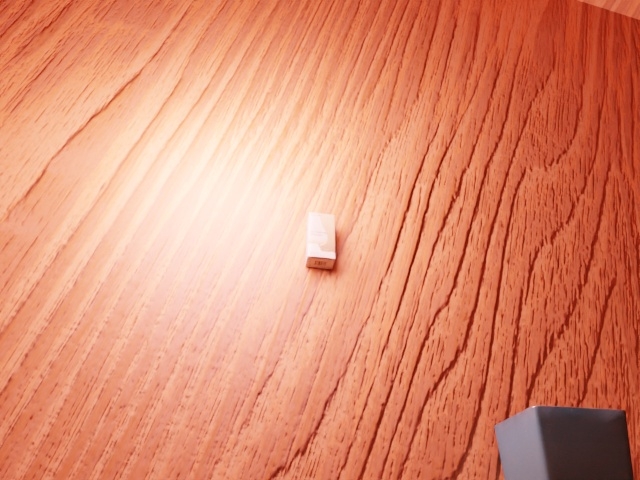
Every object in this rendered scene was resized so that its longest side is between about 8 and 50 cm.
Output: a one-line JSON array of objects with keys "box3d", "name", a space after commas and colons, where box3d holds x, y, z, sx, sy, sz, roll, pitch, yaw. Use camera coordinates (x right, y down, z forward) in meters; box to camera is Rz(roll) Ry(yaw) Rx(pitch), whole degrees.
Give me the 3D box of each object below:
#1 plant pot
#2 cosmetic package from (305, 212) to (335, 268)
[{"box3d": [0.408, 0.412, 1.081, 0.165, 0.165, 0.234, 5, 62, -8], "name": "plant pot"}, {"box3d": [0.000, 0.000, 1.363, 0.060, 0.041, 0.115, 5, 54, -8], "name": "cosmetic package"}]
